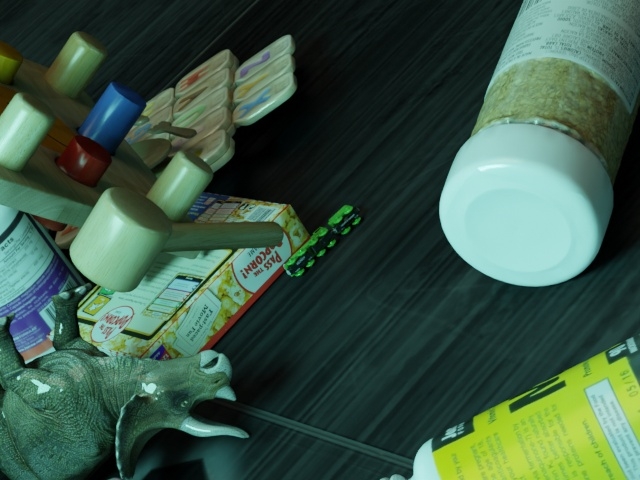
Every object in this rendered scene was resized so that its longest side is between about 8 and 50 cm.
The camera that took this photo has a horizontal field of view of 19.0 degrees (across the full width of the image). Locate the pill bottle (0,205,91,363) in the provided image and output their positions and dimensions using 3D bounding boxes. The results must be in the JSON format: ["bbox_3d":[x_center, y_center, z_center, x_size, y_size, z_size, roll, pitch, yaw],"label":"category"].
[{"bbox_3d":[-0.290,0.014,1.677,0.108,0.193,0.108,-24,30,15],"label":"pill bottle"}]

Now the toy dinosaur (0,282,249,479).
[{"bbox_3d":[-0.216,0.133,1.474,0.313,0.160,0.121,-24,0,38],"label":"toy dinosaur"}]

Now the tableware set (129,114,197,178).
[{"bbox_3d":[-0.196,-0.066,1.771,0.128,0.039,0.194,-33,24,-21],"label":"tableware set"}]

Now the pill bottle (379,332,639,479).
[{"bbox_3d":[0.126,0.143,1.060,0.208,0.119,0.119,-28,29,8],"label":"pill bottle"}]

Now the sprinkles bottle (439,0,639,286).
[{"bbox_3d":[0.194,-0.123,1.483,0.121,0.121,0.355,-12,35,32],"label":"sprinkles bottle"}]

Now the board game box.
[{"bbox_3d":[-0.121,0.040,1.623,0.193,0.045,0.146,-46,32,-24],"label":"board game box"}]

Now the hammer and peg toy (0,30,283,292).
[{"bbox_3d":[-0.207,-0.054,1.535,0.127,0.266,0.361,-53,54,15],"label":"hammer and peg toy"}]

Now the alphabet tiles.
[{"bbox_3d":[-0.141,-0.100,1.833,0.278,0.021,0.284,-33,21,13],"label":"alphabet tiles"}]

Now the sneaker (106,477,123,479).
[{"bbox_3d":[-0.270,0.243,1.426,0.319,0.112,0.131,-9,20,32],"label":"sneaker"}]

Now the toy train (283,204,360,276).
[{"bbox_3d":[0.000,0.000,1.596,0.083,0.017,0.023,-42,20,-16],"label":"toy train"}]

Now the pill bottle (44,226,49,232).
[{"bbox_3d":[-0.417,-0.011,1.876,0.283,0.161,0.161,-21,31,20],"label":"pill bottle"}]
